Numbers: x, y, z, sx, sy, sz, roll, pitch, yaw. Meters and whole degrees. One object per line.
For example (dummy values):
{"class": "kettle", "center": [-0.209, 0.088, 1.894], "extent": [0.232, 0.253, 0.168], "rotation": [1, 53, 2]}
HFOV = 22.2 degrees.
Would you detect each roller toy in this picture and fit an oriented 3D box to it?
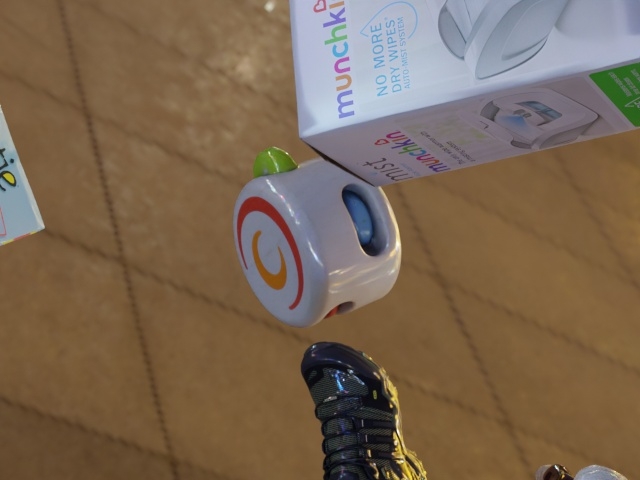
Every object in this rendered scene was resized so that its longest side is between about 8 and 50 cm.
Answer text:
{"class": "roller toy", "center": [0.000, 0.000, 1.961], "extent": [0.146, 0.209, 0.191], "rotation": [-20, 43, -29]}

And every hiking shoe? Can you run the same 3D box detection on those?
{"class": "hiking shoe", "center": [0.042, 0.214, 1.714], "extent": [0.227, 0.086, 0.114], "rotation": [61, 28, -13]}

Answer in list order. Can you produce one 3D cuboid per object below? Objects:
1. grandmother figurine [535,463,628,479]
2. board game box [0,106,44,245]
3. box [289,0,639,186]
{"class": "grandmother figurine", "center": [0.236, 0.327, 1.718], "extent": [0.104, 0.342, 0.208], "rotation": [3, 62, -16]}
{"class": "board game box", "center": [-0.383, -0.026, 1.328], "extent": [0.275, 0.142, 0.144], "rotation": [-25, 97, -57]}
{"class": "box", "center": [0.103, -0.190, 1.025], "extent": [0.127, 0.231, 0.262], "rotation": [28, 54, -61]}
